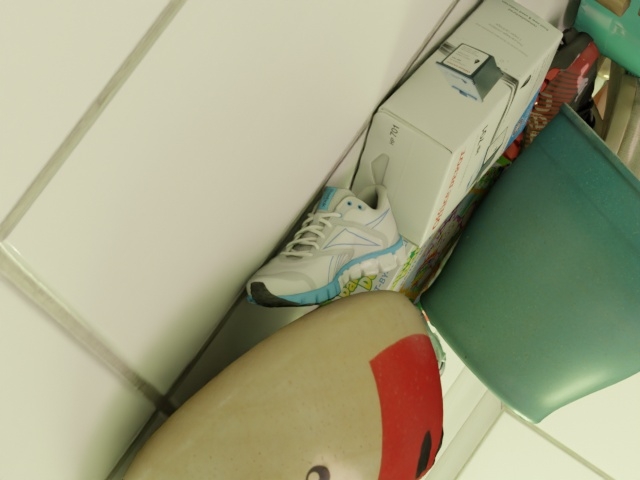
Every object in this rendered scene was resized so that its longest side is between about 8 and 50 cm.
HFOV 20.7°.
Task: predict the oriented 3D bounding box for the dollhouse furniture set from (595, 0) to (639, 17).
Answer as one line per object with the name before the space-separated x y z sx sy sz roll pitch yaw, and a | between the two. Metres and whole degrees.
dollhouse furniture set | 0.329 -0.275 1.743 0.144 0.151 0.123 -52 167 -11

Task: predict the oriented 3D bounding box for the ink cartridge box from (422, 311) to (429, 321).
ink cartridge box | 0.288 0.074 2.078 0.261 0.066 0.296 11 147 -32

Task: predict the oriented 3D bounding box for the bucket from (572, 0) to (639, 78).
bucket | 0.416 -0.288 1.927 0.281 0.183 0.281 -54 166 -20

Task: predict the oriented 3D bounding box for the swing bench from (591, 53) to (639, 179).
swing bench | 0.448 -0.138 2.092 0.254 0.253 0.165 -83 -169 -48

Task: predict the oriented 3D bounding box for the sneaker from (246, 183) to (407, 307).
sneaker | 0.000 0.000 1.452 0.191 0.071 0.083 -27 116 -51

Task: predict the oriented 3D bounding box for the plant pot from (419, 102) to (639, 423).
plant pot | 0.253 0.043 1.807 0.255 0.271 0.271 -44 168 8

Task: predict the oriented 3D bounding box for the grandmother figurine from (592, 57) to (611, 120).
grandmother figurine | 0.409 -0.195 2.348 0.342 0.104 0.208 -56 155 -11

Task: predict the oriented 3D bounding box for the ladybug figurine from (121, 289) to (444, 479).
ladybug figurine | -0.013 0.181 1.486 0.305 0.162 0.449 -43 172 13

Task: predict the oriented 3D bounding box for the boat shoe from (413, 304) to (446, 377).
boat shoe | 0.103 0.119 1.839 0.066 0.063 0.184 -53 167 -12

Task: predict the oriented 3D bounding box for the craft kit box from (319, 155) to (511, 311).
craft kit box | 0.086 0.016 1.792 0.250 0.061 0.247 -60 164 15

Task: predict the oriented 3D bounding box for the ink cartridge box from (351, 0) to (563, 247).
ink cartridge box | 0.119 -0.107 1.549 0.190 0.082 0.139 -49 165 -35

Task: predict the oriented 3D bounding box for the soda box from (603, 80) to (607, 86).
soda box | 0.478 -0.268 2.457 0.216 0.074 0.069 -58 167 7

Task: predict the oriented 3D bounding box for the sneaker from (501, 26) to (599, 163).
sneaker | 0.267 -0.111 1.952 0.097 0.135 0.276 -40 158 -44
